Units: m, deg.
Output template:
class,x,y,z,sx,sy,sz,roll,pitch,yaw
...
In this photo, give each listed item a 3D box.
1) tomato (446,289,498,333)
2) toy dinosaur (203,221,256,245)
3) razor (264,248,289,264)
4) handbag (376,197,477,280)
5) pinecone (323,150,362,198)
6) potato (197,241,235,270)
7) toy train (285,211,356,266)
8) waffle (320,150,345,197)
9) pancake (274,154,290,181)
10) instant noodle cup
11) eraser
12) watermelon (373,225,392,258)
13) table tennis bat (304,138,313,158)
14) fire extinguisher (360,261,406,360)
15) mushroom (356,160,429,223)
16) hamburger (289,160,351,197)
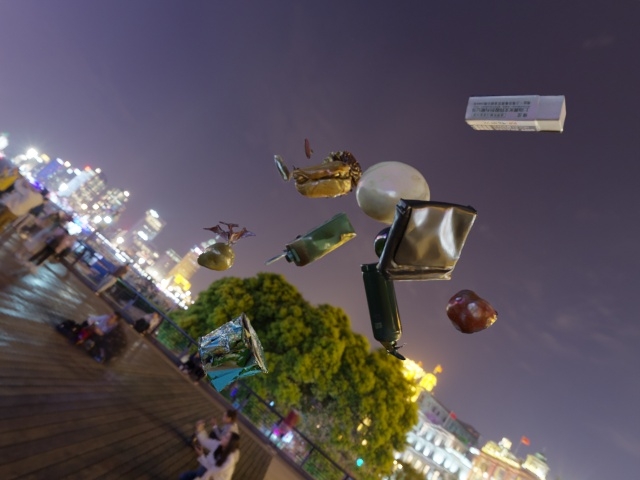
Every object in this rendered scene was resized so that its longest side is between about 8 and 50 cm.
class,x,y,z,sx,sy,sz,roll,pitch,yaw
tomato,0.640,0.293,1.798,0.155,0.180,0.214,61,-13,-7
toy dinosaur,-0.373,-0.029,1.705,0.219,0.108,0.032,8,-27,-13
razor,-0.214,0.087,2.026,0.068,0.135,0.040,-17,-81,60
handbag,0.274,-0.002,1.091,0.080,0.246,0.223,50,-48,54
pinecone,0.087,-0.353,2.293,0.291,0.246,0.246,-25,-57,20
potato,-0.571,0.091,2.256,0.193,0.157,0.157,-9,-34,7
toy train,0.000,0.000,1.763,0.129,0.326,0.159,61,-19,-5
waffle,0.088,-0.426,2.682,0.062,0.330,0.329,5,9,-41
pancake,-0.189,-0.359,2.059,0.152,0.025,0.152,58,-14,24
instant noodle cup,-0.311,0.393,1.459,0.240,0.178,0.240,155,-90,-85
eraser,0.634,-0.413,1.354,0.287,0.086,0.130,13,1,34
watermelon,0.453,0.030,2.577,0.242,0.242,0.242,35,-19,14
table tennis bat,-0.059,-0.449,2.045,0.014,0.095,0.158,-6,2,11
fire extinguisher,0.205,0.221,1.314,0.114,0.095,0.312,-10,-92,44
mushroom,0.239,-0.148,1.410,0.246,0.246,0.203,35,-37,17
hamburger,-0.001,-0.287,1.941,0.318,0.318,0.158,13,-70,54
